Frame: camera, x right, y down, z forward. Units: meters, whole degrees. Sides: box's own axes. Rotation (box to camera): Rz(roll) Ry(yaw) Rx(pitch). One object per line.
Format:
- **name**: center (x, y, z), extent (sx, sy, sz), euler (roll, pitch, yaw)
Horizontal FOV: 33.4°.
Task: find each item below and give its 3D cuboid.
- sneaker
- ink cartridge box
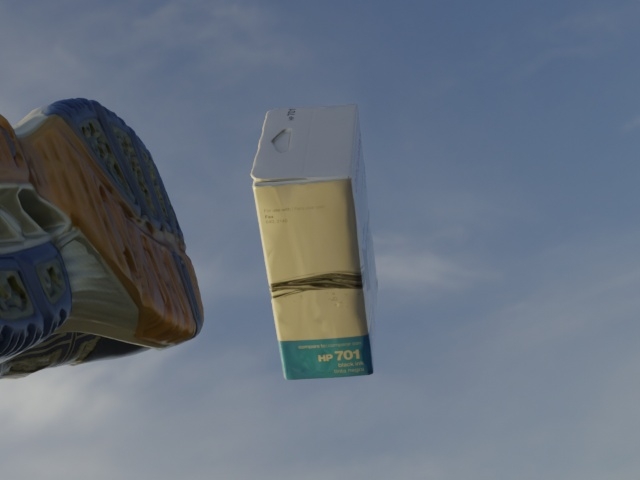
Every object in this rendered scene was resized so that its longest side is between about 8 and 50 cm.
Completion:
- **sneaker**: center (-0.142, 0.011, 0.420), extent (0.131, 0.112, 0.296), euler (-24, -9, 10)
- **ink cartridge box**: center (0.000, 0.000, 0.895), extent (0.082, 0.139, 0.190), euler (-2, -58, 6)
